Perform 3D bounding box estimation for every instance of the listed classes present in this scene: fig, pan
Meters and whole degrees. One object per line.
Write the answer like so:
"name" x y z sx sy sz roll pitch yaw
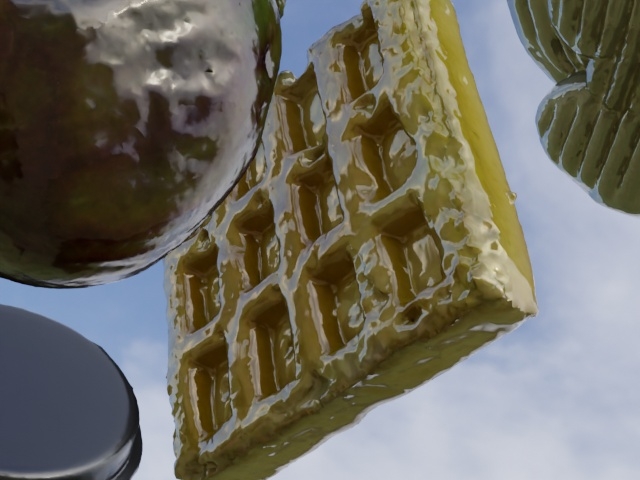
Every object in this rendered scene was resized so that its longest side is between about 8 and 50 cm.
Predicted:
"fig" -0.056 -0.052 0.361 0.103 0.154 0.109 20 -58 34
"pan" -0.188 0.052 0.538 0.235 0.136 0.028 22 -65 5

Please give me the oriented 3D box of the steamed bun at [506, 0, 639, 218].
"steamed bun" 0.325 -0.174 0.883 0.367 0.255 0.343 22 -48 23

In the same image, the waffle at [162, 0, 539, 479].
"waffle" 0.000 0.000 0.685 0.055 0.221 0.248 21 -44 -38
